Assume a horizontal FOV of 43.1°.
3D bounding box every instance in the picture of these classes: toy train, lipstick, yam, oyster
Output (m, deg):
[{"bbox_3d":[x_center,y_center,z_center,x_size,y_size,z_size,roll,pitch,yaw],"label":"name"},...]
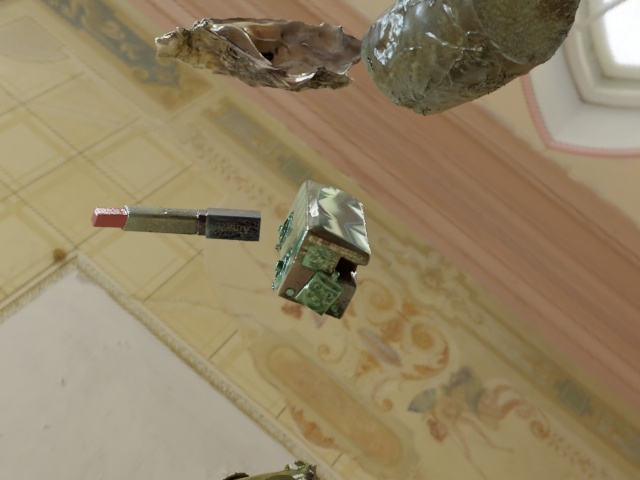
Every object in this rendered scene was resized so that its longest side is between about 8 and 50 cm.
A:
[{"bbox_3d":[0.000,0.000,1.385,0.129,0.159,0.326,24,-158,-10],"label":"toy train"},{"bbox_3d":[-0.268,-0.036,1.502,0.312,0.051,0.051,4,-159,-9],"label":"lipstick"},{"bbox_3d":[0.154,-0.225,0.870,0.154,0.254,0.154,7,-105,-26],"label":"yam"},{"bbox_3d":[-0.077,-0.280,1.238,0.271,0.100,0.275,23,-152,33],"label":"oyster"}]

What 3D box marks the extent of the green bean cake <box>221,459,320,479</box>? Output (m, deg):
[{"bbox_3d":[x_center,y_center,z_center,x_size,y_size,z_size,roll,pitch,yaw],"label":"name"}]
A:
[{"bbox_3d":[-0.026,0.449,1.131,0.285,0.202,0.310,-3,-147,-7],"label":"green bean cake"}]
